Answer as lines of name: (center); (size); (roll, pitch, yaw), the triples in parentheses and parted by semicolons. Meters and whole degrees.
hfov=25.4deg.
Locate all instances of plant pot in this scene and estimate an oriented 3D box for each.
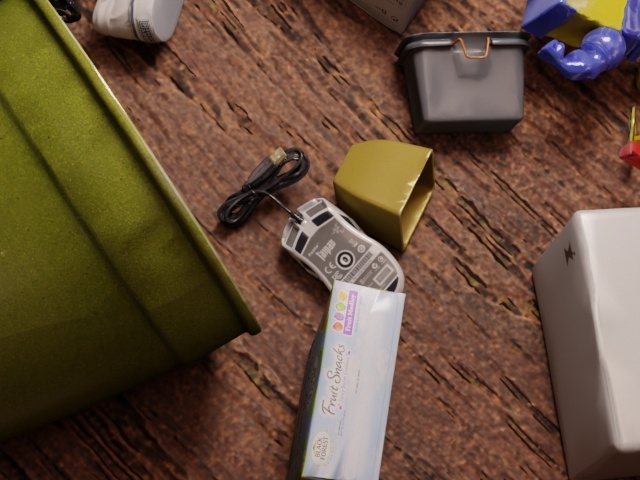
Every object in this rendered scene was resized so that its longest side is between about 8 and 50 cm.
plant pot: (0.059, -0.052, 1.411); (0.083, 0.081, 0.081); (20, 67, 16)
plant pot: (-0.296, 0.024, 1.212); (0.353, 0.366, 0.366); (-34, 77, -6)

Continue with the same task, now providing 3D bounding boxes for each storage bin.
storage bin: (0.151, -0.161, 1.460); (0.135, 0.098, 0.091); (-3, 80, -9)

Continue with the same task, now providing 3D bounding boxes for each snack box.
snack box: (0.017, 0.151, 1.256); (0.070, 0.207, 0.174); (11, 68, -4)

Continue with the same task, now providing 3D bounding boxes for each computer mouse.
computer mouse: (0.000, 0.000, 1.396); (0.193, 0.042, 0.106); (43, 91, 5)

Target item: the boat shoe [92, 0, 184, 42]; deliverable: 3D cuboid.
boat shoe: (-0.174, -0.321, 1.472); (0.084, 0.095, 0.258); (5, 59, 16)

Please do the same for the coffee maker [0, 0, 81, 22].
coffee maker: (-0.274, -0.292, 1.419); (0.171, 0.120, 0.178); (13, 66, 19)

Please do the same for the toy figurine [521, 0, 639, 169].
toy figurine: (0.304, -0.275, 1.440); (0.217, 0.191, 0.363); (23, 63, -15)

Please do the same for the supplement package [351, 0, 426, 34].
supplement package: (0.088, -0.394, 1.506); (0.204, 0.145, 0.262); (36, 68, 6)

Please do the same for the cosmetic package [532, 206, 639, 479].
cosmetic package: (0.456, 0.088, 1.364); (0.453, 0.161, 0.230); (-3, 70, -9)
